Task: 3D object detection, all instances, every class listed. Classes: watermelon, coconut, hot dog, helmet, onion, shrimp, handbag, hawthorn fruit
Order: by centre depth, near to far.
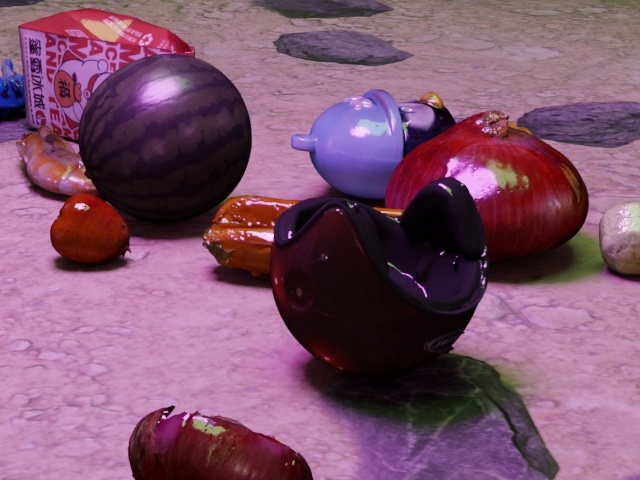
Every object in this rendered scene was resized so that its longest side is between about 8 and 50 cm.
[{"bbox_3d":[-0.086,0.199,1.223,0.150,0.140,0.150,15,-22,6],"label":"onion"},{"bbox_3d":[0.052,0.031,1.558,0.216,0.193,0.189,31,30,35],"label":"helmet"},{"bbox_3d":[0.000,0.000,1.816,0.269,0.072,0.115,6,44,15],"label":"hot dog"},{"bbox_3d":[-0.256,-0.006,1.857,0.093,0.081,0.081,30,18,-5],"label":"hawthorn fruit"},{"bbox_3d":[0.358,-0.005,1.859,0.088,0.087,0.096,4,48,10],"label":"coconut"},{"bbox_3d":[0.190,-0.054,1.908,0.248,0.161,0.248,-19,21,8],"label":"onion"},{"bbox_3d":[-0.189,-0.122,1.990,0.212,0.212,0.212,1,19,0],"label":"watermelon"},{"bbox_3d":[-0.325,-0.113,2.185,0.145,0.059,0.254,-2,19,-18],"label":"shrimp"},{"bbox_3d":[-0.287,-0.227,2.345,0.298,0.171,0.151,17,27,39],"label":"handbag"}]

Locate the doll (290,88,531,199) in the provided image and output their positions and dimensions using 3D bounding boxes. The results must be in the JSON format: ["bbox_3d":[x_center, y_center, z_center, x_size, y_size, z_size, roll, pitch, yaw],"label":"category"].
[{"bbox_3d":[0.113,-0.125,2.116,0.314,0.141,0.177,-2,15,-18],"label":"doll"}]

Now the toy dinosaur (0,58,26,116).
[{"bbox_3d":[-0.499,-0.220,2.475,0.329,0.076,0.144,0,23,-38],"label":"toy dinosaur"}]
